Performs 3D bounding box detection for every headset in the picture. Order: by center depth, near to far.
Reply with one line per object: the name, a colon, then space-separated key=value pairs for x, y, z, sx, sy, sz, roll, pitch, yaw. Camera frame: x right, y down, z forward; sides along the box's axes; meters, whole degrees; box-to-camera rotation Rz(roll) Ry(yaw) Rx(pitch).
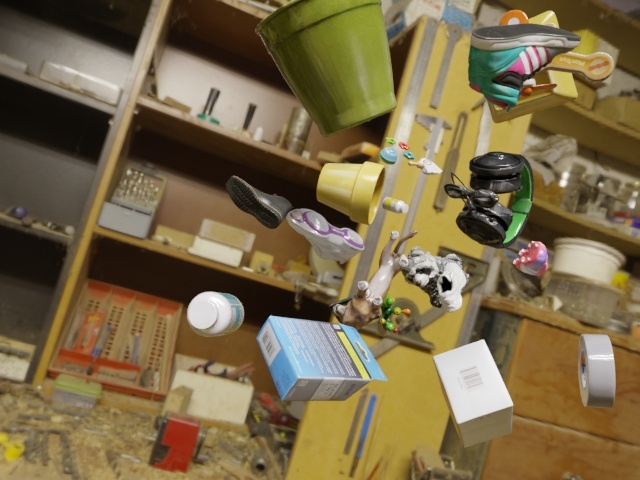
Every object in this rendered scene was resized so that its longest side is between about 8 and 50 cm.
headset: x=0.437 y=-0.100 z=1.362 sx=0.394 sy=0.243 sz=0.185 roll=5 pitch=10 yaw=-45

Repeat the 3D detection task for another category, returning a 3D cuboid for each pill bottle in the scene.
pill bottle: x=0.242 y=-0.111 z=1.794 sx=0.083 sy=0.043 sz=0.043 roll=23 pitch=1 yaw=43
pill bottle: x=-0.352 y=0.244 z=1.848 sx=0.146 sy=0.146 sz=0.264 roll=17 pitch=-6 yaw=8

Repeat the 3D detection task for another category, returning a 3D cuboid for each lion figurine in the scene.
lion figurine: x=0.207 y=0.145 z=1.960 sx=0.142 sy=0.392 sz=0.240 roll=39 pitch=-16 yaw=13

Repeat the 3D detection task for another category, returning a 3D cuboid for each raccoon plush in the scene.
raccoon plush: x=0.485 y=0.119 z=2.544 sx=0.299 sy=0.216 sz=0.446 roll=39 pitch=15 yaw=-5

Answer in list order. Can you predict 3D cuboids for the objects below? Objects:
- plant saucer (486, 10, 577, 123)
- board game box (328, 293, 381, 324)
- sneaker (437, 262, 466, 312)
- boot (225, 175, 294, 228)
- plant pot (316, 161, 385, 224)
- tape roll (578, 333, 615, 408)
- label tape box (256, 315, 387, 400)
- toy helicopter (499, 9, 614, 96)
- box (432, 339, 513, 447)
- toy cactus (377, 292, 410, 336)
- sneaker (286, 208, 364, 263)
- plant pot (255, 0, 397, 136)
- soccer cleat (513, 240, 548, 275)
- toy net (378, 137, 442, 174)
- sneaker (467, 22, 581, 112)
plant saucer: x=0.740 y=-0.630 z=2.081 sx=0.332 sy=0.333 sz=0.081 roll=-11 pitch=13 yaw=43
board game box: x=0.140 y=0.286 z=2.263 sx=0.186 sy=0.026 sz=0.126 roll=-24 pitch=-73 yaw=34
sneaker: x=0.485 y=0.151 z=2.081 sx=0.090 sy=0.232 sz=0.115 roll=-16 pitch=-55 yaw=25
boot: x=-0.180 y=-0.127 z=1.670 sx=0.198 sy=0.077 sz=0.137 roll=45 pitch=30 yaw=-3
plant pot: x=0.121 y=-0.210 z=2.287 sx=0.239 sy=0.254 sz=0.254 roll=14 pitch=-4 yaw=13
tape roll: x=0.837 y=0.396 z=1.694 sx=0.072 sy=0.219 sz=0.219 roll=-1 pitch=-9 yaw=17
label tape box: x=0.004 y=0.369 z=1.725 sx=0.347 sy=0.115 sz=0.249 roll=14 pitch=29 yaw=-37
toy helicopter: x=0.669 y=-0.521 z=1.646 sx=0.355 sy=0.235 sz=0.140 roll=20 pitch=4 yaw=23
box: x=0.482 y=0.492 z=1.754 sx=0.168 sy=0.215 sz=0.345 roll=-20 pitch=-35 yaw=5
toy cactus: x=0.253 y=0.279 z=2.072 sx=0.112 sy=0.181 sz=0.219 roll=0 pitch=36 yaw=-12
sneaker: x=0.000 y=0.000 z=1.920 sx=0.305 sy=0.114 sz=0.152 roll=27 pitch=-52 yaw=-25
plant pot: x=0.053 y=-0.499 z=1.590 sx=0.366 sy=0.353 sz=0.366 roll=-22 pitch=11 yaw=4
soccer cleat: x=0.640 y=0.061 z=1.646 sx=0.095 sy=0.083 sz=0.248 roll=30 pitch=-3 yaw=10
toy net: x=0.328 y=-0.291 z=2.016 sx=0.232 sy=0.045 sz=0.122 roll=24 pitch=39 yaw=-3
sneaker: x=0.453 y=-0.389 z=1.272 sx=0.295 sy=0.178 sz=0.124 roll=-11 pitch=39 yaw=-22
